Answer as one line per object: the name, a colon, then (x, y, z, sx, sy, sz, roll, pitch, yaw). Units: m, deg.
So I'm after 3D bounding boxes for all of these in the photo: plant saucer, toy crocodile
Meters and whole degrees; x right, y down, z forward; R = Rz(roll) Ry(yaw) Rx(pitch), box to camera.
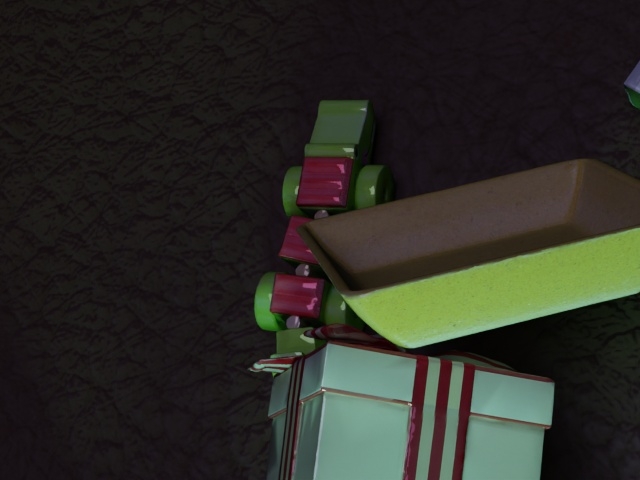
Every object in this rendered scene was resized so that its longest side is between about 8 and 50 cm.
plant saucer: (0.163, 0.014, 1.569, 0.333, 0.333, 0.081, -13, 103, -6)
toy crocodile: (0.000, 0.000, 1.755, 0.115, 0.105, 0.340, 7, 74, 23)

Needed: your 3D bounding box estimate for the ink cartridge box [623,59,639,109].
ink cartridge box: (0.434, -0.150, 1.666, 0.209, 0.062, 0.109, 33, 85, 27)

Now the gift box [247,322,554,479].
gift box: (0.058, 0.223, 1.554, 0.255, 0.276, 0.258, 12, 76, -17)
